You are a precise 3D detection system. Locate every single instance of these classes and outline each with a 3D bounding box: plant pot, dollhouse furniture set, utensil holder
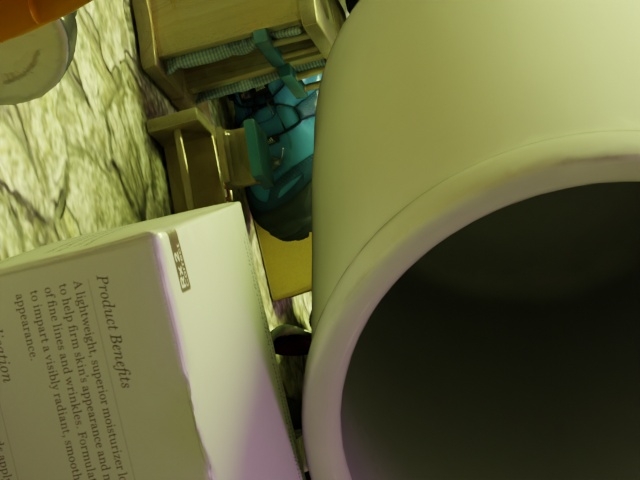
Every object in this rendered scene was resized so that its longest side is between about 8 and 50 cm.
[{"bbox_3d":[0.000,0.000,1.595,0.081,0.083,0.081,-6,84,-79],"label":"plant pot"},{"bbox_3d":[-0.042,-0.087,1.373,0.129,0.129,0.183,48,30,-68],"label":"dollhouse furniture set"},{"bbox_3d":[0.148,0.008,1.191,0.385,0.328,0.327,-94,167,-61],"label":"utensil holder"}]

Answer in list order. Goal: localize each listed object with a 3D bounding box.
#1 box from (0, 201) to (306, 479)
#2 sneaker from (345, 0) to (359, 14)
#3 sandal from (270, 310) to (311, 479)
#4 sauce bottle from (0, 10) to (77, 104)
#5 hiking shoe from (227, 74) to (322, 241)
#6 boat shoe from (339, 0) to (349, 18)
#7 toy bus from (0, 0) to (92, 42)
[{"bbox_3d":[-0.092,0.085,0.972,0.182,0.119,0.181,-29,106,-78],"label":"box"},{"bbox_3d":[0.093,-0.262,1.507,0.384,0.147,0.145,-79,173,-65],"label":"sneaker"},{"bbox_3d":[0.001,0.128,1.463,0.446,0.107,0.167,3,72,-89],"label":"sandal"},{"bbox_3d":[-0.146,-0.193,1.045,0.344,0.111,0.111,-88,161,-51],"label":"sauce bottle"},{"bbox_3d":[-0.051,-0.145,1.536,0.132,0.113,0.304,21,55,-44],"label":"hiking shoe"},{"bbox_3d":[-0.050,-0.287,1.685,0.094,0.109,0.302,-16,85,-62],"label":"boat shoe"},{"bbox_3d":[-0.184,-0.211,0.792,0.220,0.149,0.211,55,22,-57],"label":"toy bus"}]
